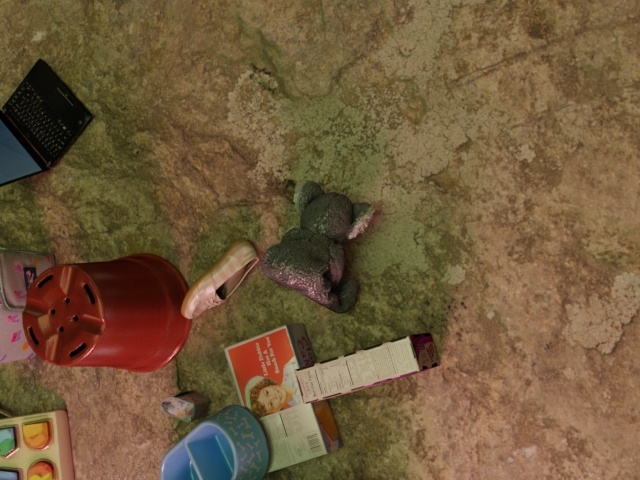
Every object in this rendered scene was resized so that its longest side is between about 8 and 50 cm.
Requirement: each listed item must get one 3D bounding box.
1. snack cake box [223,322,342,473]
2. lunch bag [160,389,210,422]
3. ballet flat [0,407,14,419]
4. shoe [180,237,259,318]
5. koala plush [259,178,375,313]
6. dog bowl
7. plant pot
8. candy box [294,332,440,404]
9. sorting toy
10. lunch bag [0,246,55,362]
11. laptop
[{"bbox_3d":[-0.076,0.315,1.488,0.152,0.089,0.264,-23,78,20],"label":"snack cake box"},{"bbox_3d":[-0.290,0.349,1.578,0.083,0.071,0.053,13,92,23],"label":"lunch bag"},{"bbox_3d":[-0.739,0.459,1.750,0.206,0.073,0.067,38,91,18],"label":"ballet flat"},{"bbox_3d":[-0.213,0.091,1.566,0.219,0.076,0.058,-49,66,9],"label":"shoe"},{"bbox_3d":[0.000,0.000,1.442,0.196,0.203,0.221,25,83,21],"label":"koala plush"},{"bbox_3d":[-0.225,0.453,1.492,0.297,0.074,0.166,-44,66,35],"label":"dog bowl"},{"bbox_3d":[-0.455,0.155,1.555,0.272,0.265,0.272,-2,86,21],"label":"plant pot"},{"bbox_3d":[0.091,0.239,1.390,0.233,0.159,0.071,-20,78,20],"label":"candy box"},{"bbox_3d":[-0.679,0.497,1.686,0.208,0.038,0.193,-7,82,-10],"label":"sorting toy"},{"bbox_3d":[-0.720,0.141,1.685,0.160,0.223,0.262,25,93,16],"label":"lunch bag"},{"bbox_3d":[-0.726,-0.284,1.767,0.264,0.136,0.234,-48,72,12],"label":"laptop"}]
